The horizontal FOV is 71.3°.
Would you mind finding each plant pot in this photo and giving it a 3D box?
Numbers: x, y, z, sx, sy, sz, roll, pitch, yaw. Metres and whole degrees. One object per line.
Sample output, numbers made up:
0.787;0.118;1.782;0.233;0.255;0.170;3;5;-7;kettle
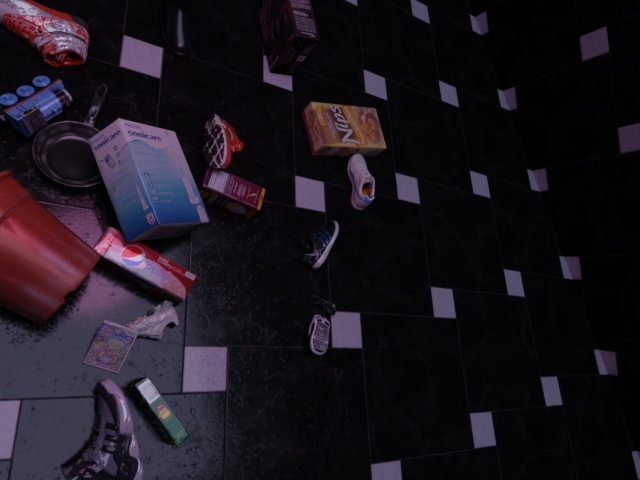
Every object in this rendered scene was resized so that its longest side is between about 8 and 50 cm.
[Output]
-0.670;0.034;0.996;0.265;0.272;0.272;43;55;-23;plant pot

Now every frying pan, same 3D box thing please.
-0.678;-0.292;1.225;0.197;0.053;0.326;-3;73;-33;frying pan

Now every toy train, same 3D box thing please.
-0.744;-0.357;1.174;0.105;0.080;0.184;34;58;9;toy train

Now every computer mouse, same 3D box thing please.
-0.007;0.279;1.452;0.106;0.042;0.193;30;53;-26;computer mouse

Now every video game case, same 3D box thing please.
-0.517;0.263;1.103;0.087;0.011;0.122;26;97;-22;video game case

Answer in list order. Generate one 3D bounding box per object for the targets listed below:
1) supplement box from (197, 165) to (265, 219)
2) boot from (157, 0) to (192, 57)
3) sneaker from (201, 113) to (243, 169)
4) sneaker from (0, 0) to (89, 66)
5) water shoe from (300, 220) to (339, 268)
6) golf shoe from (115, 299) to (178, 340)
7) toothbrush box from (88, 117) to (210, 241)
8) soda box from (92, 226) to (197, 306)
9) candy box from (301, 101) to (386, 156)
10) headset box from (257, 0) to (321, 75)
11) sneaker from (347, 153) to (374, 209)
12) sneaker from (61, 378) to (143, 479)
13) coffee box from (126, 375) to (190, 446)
-0.283;-0.146;1.390;0.188;0.104;0.080;22;62;-24;supplement box
-0.454;-0.756;1.442;0.094;0.207;0.246;-10;79;-35;boot
-0.293;-0.305;1.389;0.118;0.107;0.279;26;28;-33;sneaker
-0.789;-0.575;1.233;0.270;0.090;0.145;4;68;-34;sneaker
0.000;0.000;1.537;0.080;0.073;0.203;33;57;-16;water shoe
-0.452;0.231;1.169;0.176;0.069;0.086;-31;97;-35;golf shoe
-0.458;-0.158;1.215;0.295;0.126;0.216;68;22;4;toothbrush box
-0.472;0.073;1.195;0.263;0.092;0.083;34;58;-18;soda box
0.096;-0.429;1.747;0.316;0.087;0.182;-6;75;-34;candy box
-0.127;-0.808;1.664;0.110;0.218;0.293;-5;77;-34;headset box
0.164;-0.236;1.718;0.087;0.092;0.228;5;69;-30;sneaker
-0.509;0.466;1.019;0.153;0.101;0.268;-12;82;-38;sneaker
-0.401;0.422;1.100;0.040;0.113;0.184;-37;96;-37;coffee box
